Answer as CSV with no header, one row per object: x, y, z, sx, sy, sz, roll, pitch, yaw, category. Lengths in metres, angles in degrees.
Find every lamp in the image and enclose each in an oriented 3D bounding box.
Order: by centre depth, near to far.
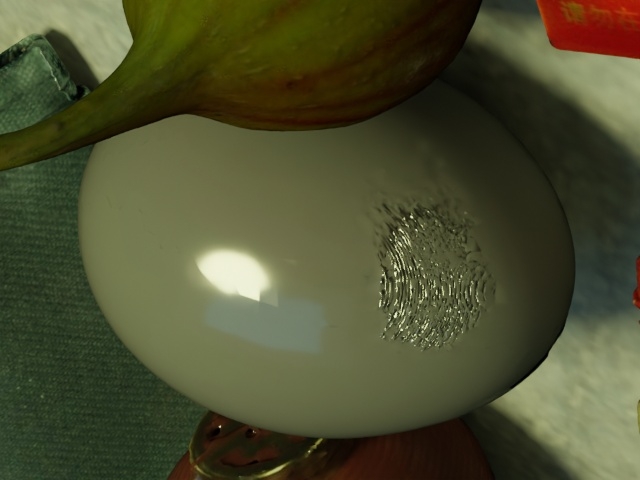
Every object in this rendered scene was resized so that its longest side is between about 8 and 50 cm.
0.015,0.176,0.862,0.180,0.180,0.258,11,136,43,lamp

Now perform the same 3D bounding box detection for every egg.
0.000,0.000,0.683,0.198,0.146,0.146,17,142,27,egg

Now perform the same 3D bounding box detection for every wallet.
-0.143,0.088,0.931,0.342,0.237,0.075,57,-173,-24,wallet

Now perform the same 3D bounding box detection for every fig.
-0.041,-0.070,0.553,0.124,0.236,0.124,31,141,29,fig

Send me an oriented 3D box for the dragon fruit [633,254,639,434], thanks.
0.166,0.043,0.584,0.162,0.106,0.083,44,150,2,dragon fruit

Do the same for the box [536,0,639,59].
0.095,-0.127,0.501,0.112,0.048,0.175,13,139,42,box
